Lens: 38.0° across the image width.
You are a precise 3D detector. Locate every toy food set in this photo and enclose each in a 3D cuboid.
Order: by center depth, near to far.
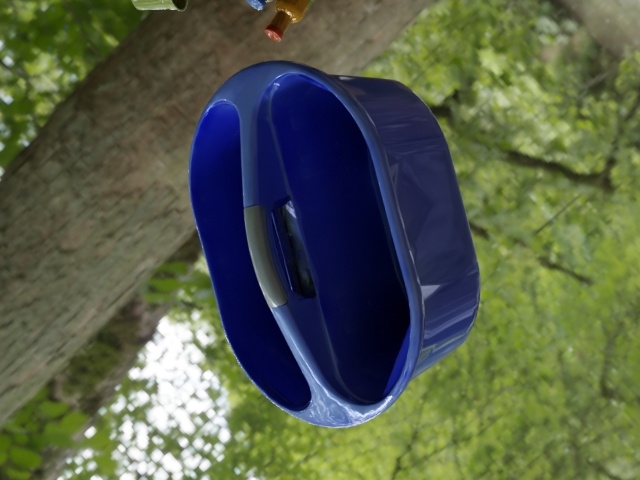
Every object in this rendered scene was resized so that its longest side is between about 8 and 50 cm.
[{"bbox_3d":[-0.027,-0.323,1.081,0.111,0.104,0.232,33,166,-15],"label":"toy food set"}]

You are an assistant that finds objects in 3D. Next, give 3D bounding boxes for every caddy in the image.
[{"bbox_3d":[0.000,0.000,0.873,0.179,0.241,0.341,-16,-89,-48],"label":"caddy"}]

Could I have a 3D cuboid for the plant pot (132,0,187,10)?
[{"bbox_3d":[-0.281,-0.427,1.589,0.083,0.079,0.083,-6,-90,-73],"label":"plant pot"}]
